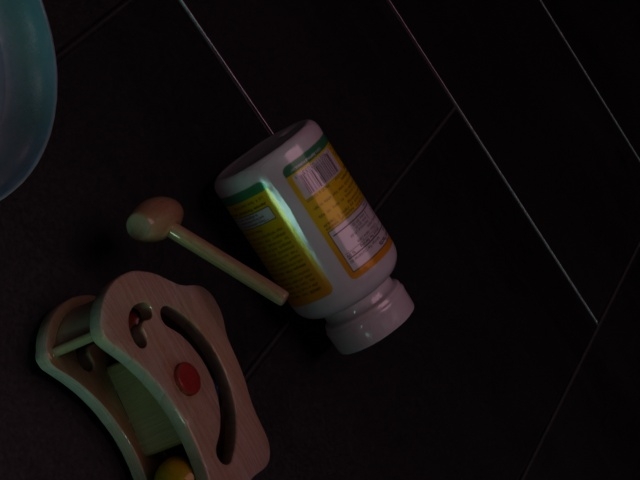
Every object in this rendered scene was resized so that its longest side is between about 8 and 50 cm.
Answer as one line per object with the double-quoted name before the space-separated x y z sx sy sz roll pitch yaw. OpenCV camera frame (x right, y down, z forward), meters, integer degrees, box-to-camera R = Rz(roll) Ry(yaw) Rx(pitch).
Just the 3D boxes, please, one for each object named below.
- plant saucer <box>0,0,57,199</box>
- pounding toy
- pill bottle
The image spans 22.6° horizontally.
"plant saucer" -0.325 -0.162 1.169 0.317 0.043 0.318 30 49 -42
"pounding toy" -0.118 0.094 1.300 0.154 0.154 0.270 -14 82 -57
"pill bottle" 0.000 0.000 1.528 0.208 0.117 0.117 56 38 -11
